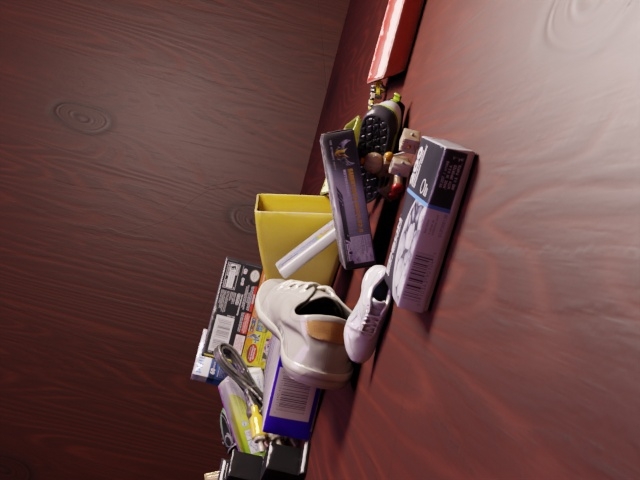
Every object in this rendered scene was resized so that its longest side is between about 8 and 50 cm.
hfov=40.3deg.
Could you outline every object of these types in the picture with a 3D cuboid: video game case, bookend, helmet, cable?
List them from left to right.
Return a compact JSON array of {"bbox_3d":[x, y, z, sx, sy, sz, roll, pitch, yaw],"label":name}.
[{"bbox_3d":[-0.198,0.495,2.378,0.169,0.169,0.161,113,154,-54],"label":"helmet"},{"bbox_3d":[-0.164,0.203,2.317,0.035,0.248,0.274,124,160,-70],"label":"video game case"},{"bbox_3d":[-0.134,0.341,1.927,0.072,0.139,0.287,-44,58,34],"label":"cable"},{"bbox_3d":[-0.117,0.452,1.742,0.156,0.157,0.072,110,171,-47],"label":"bookend"},{"bbox_3d":[0.000,0.000,1.796,0.212,0.023,0.193,-37,5,-3],"label":"video game case"}]

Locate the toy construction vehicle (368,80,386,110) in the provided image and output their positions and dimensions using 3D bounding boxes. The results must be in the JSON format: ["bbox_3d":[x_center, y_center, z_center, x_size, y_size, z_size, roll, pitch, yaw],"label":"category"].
[{"bbox_3d":[0.124,-0.303,1.936,0.098,0.035,0.086,-81,-3,-59],"label":"toy construction vehicle"}]

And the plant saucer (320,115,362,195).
[{"bbox_3d":[0.062,-0.191,2.073,0.188,0.045,0.188,-179,109,-82],"label":"plant saucer"}]

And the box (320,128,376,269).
[{"bbox_3d":[0.045,-0.071,1.510,0.183,0.056,0.231,-102,2,-87],"label":"box"}]

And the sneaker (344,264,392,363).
[{"bbox_3d":[0.073,0.110,1.300,0.061,0.054,0.152,179,106,-81],"label":"sneaker"}]

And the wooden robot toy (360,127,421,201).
[{"bbox_3d":[0.104,-0.119,1.434,0.173,0.079,0.076,114,169,-60],"label":"wooden robot toy"}]

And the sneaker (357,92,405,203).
[{"bbox_3d":[0.111,-0.168,1.624,0.097,0.084,0.234,-48,-15,-44],"label":"sneaker"}]

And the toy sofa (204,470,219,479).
[{"bbox_3d":[-0.184,0.638,2.127,0.362,0.177,0.150,130,129,-76],"label":"toy sofa"}]

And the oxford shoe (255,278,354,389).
[{"bbox_3d":[-0.020,0.132,1.592,0.449,0.169,0.130,-128,50,-74],"label":"oxford shoe"}]

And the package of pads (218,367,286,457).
[{"bbox_3d":[-0.167,0.428,2.110,0.296,0.101,0.229,130,123,-74],"label":"package of pads"}]

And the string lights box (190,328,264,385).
[{"bbox_3d":[-0.217,0.346,2.419,0.077,0.260,0.133,118,166,-66],"label":"string lights box"}]

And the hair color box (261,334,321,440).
[{"bbox_3d":[-0.056,0.266,1.868,0.339,0.110,0.185,-106,28,-75],"label":"hair color box"}]

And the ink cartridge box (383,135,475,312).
[{"bbox_3d":[0.132,-0.031,1.137,0.208,0.045,0.206,-101,26,-79],"label":"ink cartridge box"}]

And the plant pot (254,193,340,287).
[{"bbox_3d":[-0.045,0.005,2.024,0.212,0.212,0.187,-101,12,-76],"label":"plant pot"}]

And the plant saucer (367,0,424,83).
[{"bbox_3d":[0.166,-0.452,1.808,0.259,0.048,0.258,-116,40,-82],"label":"plant saucer"}]
